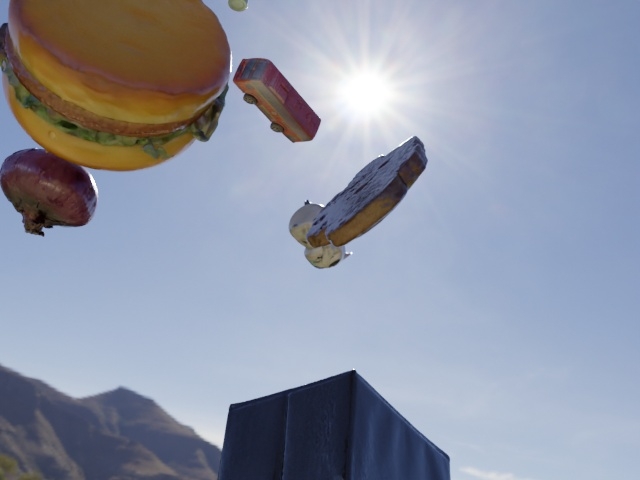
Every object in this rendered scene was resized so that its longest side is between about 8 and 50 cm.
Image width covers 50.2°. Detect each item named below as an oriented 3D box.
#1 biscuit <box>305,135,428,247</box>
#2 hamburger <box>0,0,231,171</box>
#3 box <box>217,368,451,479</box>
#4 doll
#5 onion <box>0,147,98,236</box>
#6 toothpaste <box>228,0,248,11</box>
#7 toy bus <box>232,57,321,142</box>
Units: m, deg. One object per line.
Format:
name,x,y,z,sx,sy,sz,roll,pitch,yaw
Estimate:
biscuit,0.070,-0.063,0.989,0.208,0.290,0.041,-37,-79,18
hamburger,-0.219,-0.176,0.740,0.246,0.246,0.170,18,-45,-18
box,0.035,0.399,1.101,0.251,0.204,0.345,-22,-50,25
doll,-0.003,-0.004,1.666,0.110,0.107,0.181,-14,-58,19
onion,-0.317,-0.054,0.792,0.115,0.104,0.115,13,-21,5
toothpaste,-0.132,-0.499,1.221,0.056,0.205,0.036,-8,-28,31
toy bus,-0.076,-0.256,1.256,0.077,0.065,0.192,3,-27,37
